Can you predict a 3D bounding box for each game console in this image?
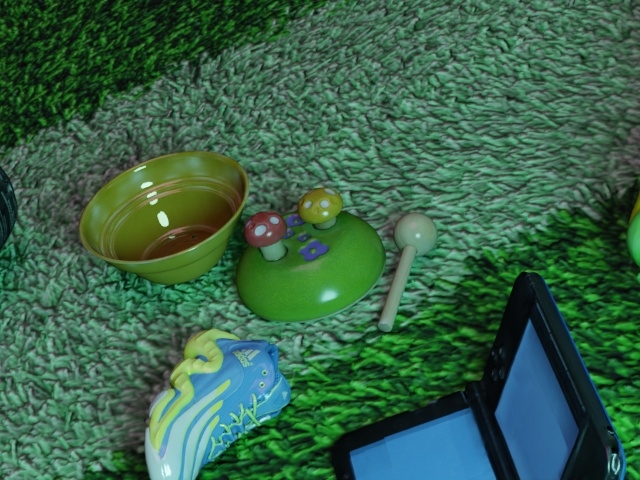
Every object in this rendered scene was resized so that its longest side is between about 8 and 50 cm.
[{"bbox_3d":[0.137,0.201,1.530,0.173,0.250,0.293,4,34,-15],"label":"game console"}]

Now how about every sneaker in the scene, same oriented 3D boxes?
[{"bbox_3d":[-0.104,0.176,1.718,0.126,0.091,0.240,-5,38,16],"label":"sneaker"}]

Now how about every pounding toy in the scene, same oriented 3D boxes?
[{"bbox_3d":[0.000,0.000,1.882,0.236,0.110,0.183,5,43,29],"label":"pounding toy"}]

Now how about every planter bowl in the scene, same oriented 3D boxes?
[{"bbox_3d":[-0.180,-0.010,1.986,0.217,0.090,0.217,-11,37,8],"label":"planter bowl"}]

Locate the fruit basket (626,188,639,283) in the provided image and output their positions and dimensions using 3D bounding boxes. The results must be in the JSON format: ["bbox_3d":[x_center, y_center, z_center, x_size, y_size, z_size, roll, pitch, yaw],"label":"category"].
[{"bbox_3d":[0.451,-0.107,1.636,0.392,0.283,0.392,-11,1,0],"label":"fruit basket"}]

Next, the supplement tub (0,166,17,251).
[{"bbox_3d":[-0.520,0.035,1.974,0.207,0.207,0.338,-3,39,20],"label":"supplement tub"}]
